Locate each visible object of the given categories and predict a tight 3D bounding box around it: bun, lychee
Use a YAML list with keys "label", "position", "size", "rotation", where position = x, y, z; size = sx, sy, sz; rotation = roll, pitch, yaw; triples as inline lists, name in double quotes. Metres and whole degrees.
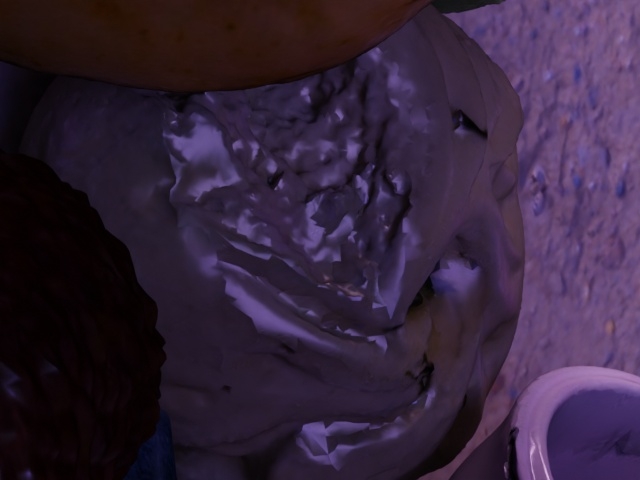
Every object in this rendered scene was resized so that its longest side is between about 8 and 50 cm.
- label: "bun"
  position: [0.000, 0.000, 0.615]
  size: [0.237, 0.116, 0.210]
  rotation: [34, 74, -40]
- label: "lychee"
  position: [-0.138, 0.045, 0.459]
  size: [0.194, 0.194, 0.194]
  rotation: [-5, 98, -40]

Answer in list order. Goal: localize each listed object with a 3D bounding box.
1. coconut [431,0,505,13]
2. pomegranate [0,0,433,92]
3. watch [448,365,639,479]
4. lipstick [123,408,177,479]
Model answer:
- label: "coconut"
  position: [0.057, -0.133, 0.676]
  size: [0.083, 0.081, 0.082]
  rotation: [-39, 149, -49]
- label: "pomegranate"
  position: [-0.046, -0.153, 0.482]
  size: [0.248, 0.248, 0.248]
  rotation: [-5, 98, -40]
- label: "watch"
  position: [0.157, 0.157, 0.645]
  size: [0.248, 0.217, 0.211]
  rotation: [8, 132, -38]
- label: "lipstick"
  position: [-0.059, 0.162, 0.500]
  size: [0.053, 0.053, 0.234]
  rotation: [21, 45, -40]
